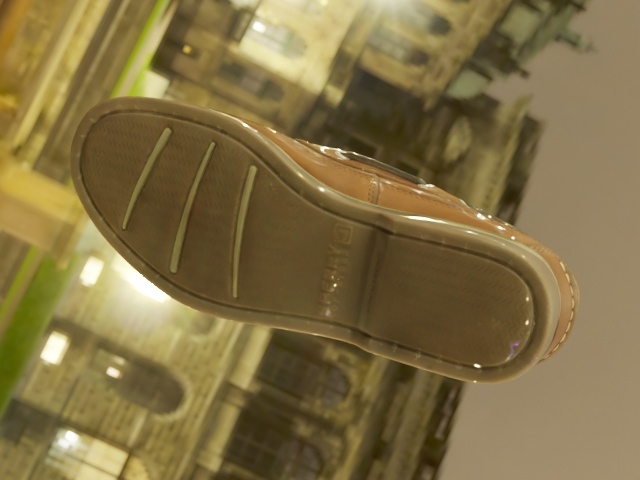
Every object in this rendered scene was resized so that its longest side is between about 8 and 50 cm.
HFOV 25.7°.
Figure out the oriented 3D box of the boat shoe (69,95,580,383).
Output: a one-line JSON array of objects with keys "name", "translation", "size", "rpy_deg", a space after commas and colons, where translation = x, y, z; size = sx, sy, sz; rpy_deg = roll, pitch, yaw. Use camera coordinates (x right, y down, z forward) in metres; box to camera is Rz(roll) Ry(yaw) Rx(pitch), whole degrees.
[{"name": "boat shoe", "translation": [0.000, 0.000, 0.819], "size": [0.104, 0.307, 0.110], "rpy_deg": [-17, 130, -67]}]
